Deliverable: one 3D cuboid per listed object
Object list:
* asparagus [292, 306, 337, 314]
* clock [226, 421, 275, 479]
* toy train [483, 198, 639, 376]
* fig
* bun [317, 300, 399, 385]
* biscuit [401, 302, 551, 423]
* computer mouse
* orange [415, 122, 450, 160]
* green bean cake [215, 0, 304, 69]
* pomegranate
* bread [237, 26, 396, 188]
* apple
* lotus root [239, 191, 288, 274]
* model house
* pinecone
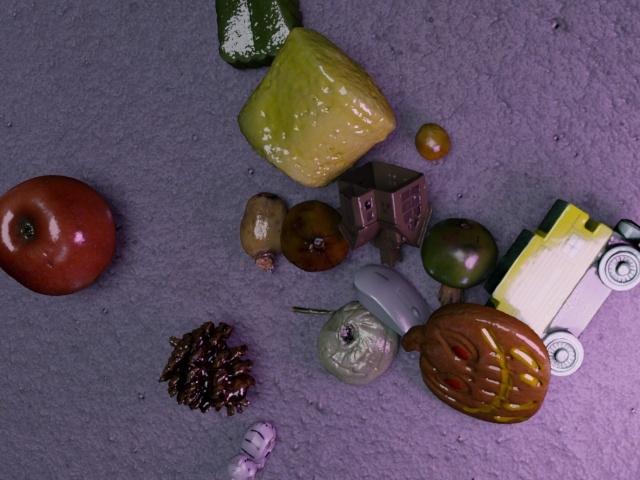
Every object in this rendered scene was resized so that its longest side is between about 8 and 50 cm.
[{"bbox_3d":[-0.014,0.189,1.965,0.127,0.018,0.015,4,116,17],"label":"asparagus"},{"bbox_3d":[-0.186,0.563,1.957,0.080,0.117,0.176,28,96,15],"label":"clock"},{"bbox_3d":[0.535,0.110,1.700,0.272,0.179,0.442,33,98,2],"label":"toy train"},{"bbox_3d":[-0.033,-0.001,1.834,0.190,0.290,0.191,3,101,17],"label":"fig"},{"bbox_3d":[0.091,0.265,1.884,0.221,0.108,0.221,0,89,16],"label":"bun"},{"bbox_3d":[0.346,0.289,1.695,0.350,0.394,0.070,16,51,24],"label":"biscuit"},{"bbox_3d":[0.182,0.145,1.849,0.231,0.128,0.079,37,139,11],"label":"computer mouse"},{"bbox_3d":[0.279,-0.248,1.852,0.085,0.085,0.095,-21,85,15],"label":"orange"},{"bbox_3d":[-0.164,-0.592,1.972,0.222,0.125,0.248,-8,89,15],"label":"green bean cake"},{"bbox_3d":[0.330,0.057,1.796,0.187,0.187,0.225,15,117,16],"label":"pomegranate"},{"bbox_3d":[-0.010,-0.313,1.810,0.348,0.348,0.308,45,104,13],"label":"bread"},{"bbox_3d":[-0.741,-0.015,2.050,0.348,0.277,0.349,0,89,16],"label":"apple"},{"bbox_3d":[-0.148,-0.020,1.960,0.125,0.118,0.221,3,87,34],"label":"lotus root"},{"bbox_3d":[0.145,-0.039,1.828,0.211,0.204,0.243,21,130,46],"label":"model house"},{"bbox_3d":[-0.288,0.335,1.943,0.257,0.243,0.243,37,102,-29],"label":"pinecone"}]
